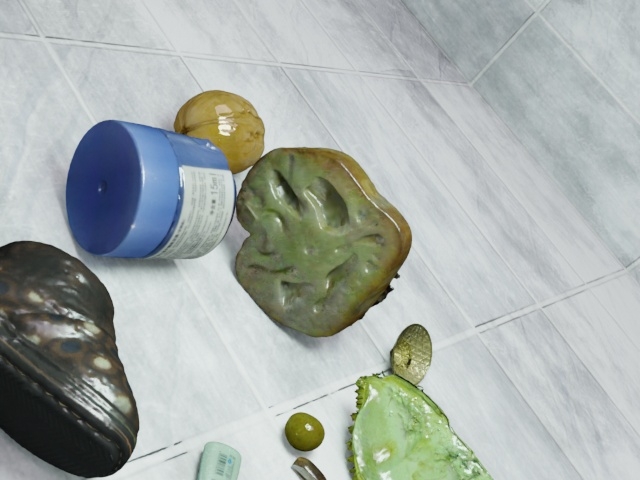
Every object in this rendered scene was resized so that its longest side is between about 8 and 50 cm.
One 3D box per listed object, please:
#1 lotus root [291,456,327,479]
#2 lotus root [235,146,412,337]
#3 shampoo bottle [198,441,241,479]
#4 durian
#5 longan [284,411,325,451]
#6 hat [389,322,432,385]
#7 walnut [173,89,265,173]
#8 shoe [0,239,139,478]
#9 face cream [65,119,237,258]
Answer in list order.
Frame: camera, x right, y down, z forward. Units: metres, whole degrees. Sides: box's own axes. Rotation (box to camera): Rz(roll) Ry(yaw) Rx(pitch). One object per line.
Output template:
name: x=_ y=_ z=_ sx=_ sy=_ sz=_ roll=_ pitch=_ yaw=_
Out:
lotus root: x=-0.012 y=0.418 z=1.382 sx=0.083 sy=0.030 sz=0.037 roll=49 pitch=32 yaw=9
lotus root: x=0.000 y=0.000 z=1.563 sx=0.111 sy=0.375 sz=0.390 roll=-25 pitch=109 yaw=-64
shampoo bottle: x=-0.169 y=0.409 z=1.221 sx=0.069 sy=0.041 sz=0.190 roll=35 pitch=34 yaw=-21
durian: x=0.168 y=0.413 z=1.423 sx=0.163 sy=0.198 sz=0.394 roll=-2 pitch=51 yaw=-45
longan: x=-0.027 y=0.345 z=1.416 sx=0.075 sy=0.075 sz=0.083 roll=40 pitch=24 yaw=-4
hat: x=0.183 y=0.254 z=1.748 sx=0.146 sy=0.067 sz=0.145 roll=-5 pitch=98 yaw=-45
walnut: x=-0.227 y=-0.244 z=1.782 sx=0.195 sy=0.195 sz=0.222 roll=53 pitch=27 yaw=16
shoe: x=-0.389 y=0.162 z=1.157 sx=0.384 sy=0.171 sz=0.237 roll=37 pitch=37 yaw=6
face cream: x=-0.314 y=-0.087 z=1.452 sx=0.225 sy=0.249 sz=0.249 roll=7 pitch=47 yaw=-49
